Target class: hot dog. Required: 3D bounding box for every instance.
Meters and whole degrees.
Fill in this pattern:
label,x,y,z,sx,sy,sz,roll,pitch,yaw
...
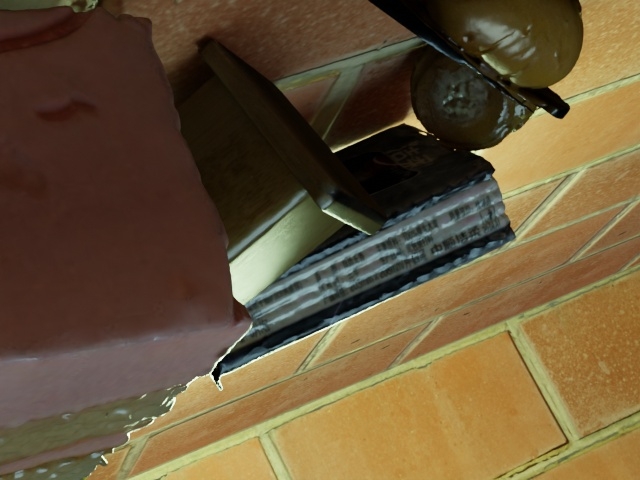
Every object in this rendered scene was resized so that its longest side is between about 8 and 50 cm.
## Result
label,x,y,z,sx,sy,sz,roll,pitch,yaw
hot dog,0.152,-0.205,1.227,0.107,0.194,0.326,-54,163,13

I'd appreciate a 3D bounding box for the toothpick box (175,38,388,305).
label,x,y,z,sx,sy,sz,roll,pitch,yaw
toothpick box,-0.129,-0.003,1.300,0.308,0.190,0.187,-40,164,8

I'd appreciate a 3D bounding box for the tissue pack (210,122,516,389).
label,x,y,z,sx,sy,sz,roll,pitch,yaw
tissue pack,0.000,0.000,1.543,0.361,0.122,0.259,-25,-156,-11

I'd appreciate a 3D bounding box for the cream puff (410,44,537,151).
label,x,y,z,sx,sy,sz,roll,pitch,yaw
cream puff,0.168,-0.164,1.485,0.144,0.126,0.103,-30,-177,44

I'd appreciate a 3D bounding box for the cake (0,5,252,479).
label,x,y,z,sx,sy,sz,roll,pitch,yaw
cake,-0.258,0.027,1.054,0.293,0.314,0.307,-9,158,-44

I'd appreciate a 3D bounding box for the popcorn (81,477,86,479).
label,x,y,z,sx,sy,sz,roll,pitch,yaw
popcorn,-0.356,0.180,1.596,0.249,0.249,0.225,-18,-169,-32
